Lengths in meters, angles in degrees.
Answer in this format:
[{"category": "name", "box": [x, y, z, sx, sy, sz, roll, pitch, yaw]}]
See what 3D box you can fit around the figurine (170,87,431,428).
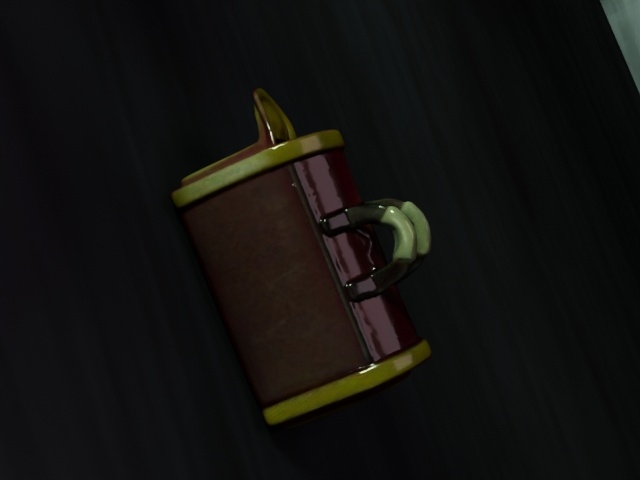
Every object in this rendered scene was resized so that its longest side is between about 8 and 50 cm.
[{"category": "figurine", "box": [0.000, -0.001, 0.476, 0.082, 0.098, 0.154, -19, 88, -61]}]
